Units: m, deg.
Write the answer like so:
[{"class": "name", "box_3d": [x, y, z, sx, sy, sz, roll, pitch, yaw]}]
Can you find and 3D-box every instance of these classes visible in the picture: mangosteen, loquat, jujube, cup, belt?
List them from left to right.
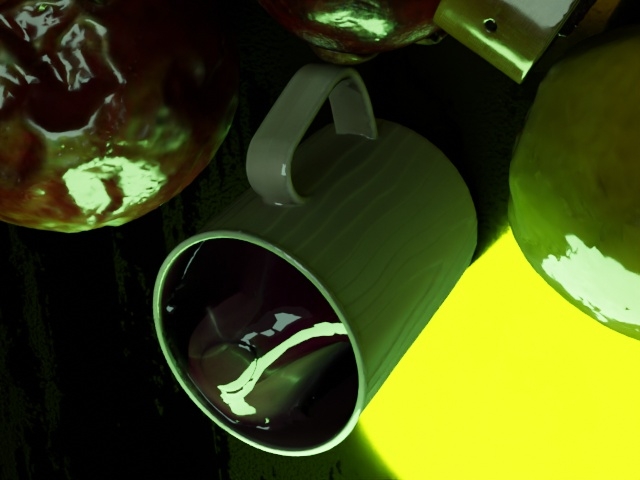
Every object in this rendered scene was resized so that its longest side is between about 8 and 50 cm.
[{"class": "jujube", "box_3d": [-0.257, -0.149, 1.567, 0.377, 0.276, 0.276, 12, 123, 40]}, {"class": "cup", "box_3d": [-0.013, 0.006, 1.479, 0.208, 0.273, 0.288, -19, 107, 39]}, {"class": "mangosteen", "box_3d": [0.039, -0.240, 1.373, 0.215, 0.215, 0.257, 18, 156, 22]}, {"class": "belt", "box_3d": [0.191, -0.246, 1.234, 0.105, 0.184, 0.261, 38, 87, 6]}, {"class": "loquat", "box_3d": [0.282, -0.050, 1.288, 0.284, 0.276, 0.276, 13, 123, 29]}]
